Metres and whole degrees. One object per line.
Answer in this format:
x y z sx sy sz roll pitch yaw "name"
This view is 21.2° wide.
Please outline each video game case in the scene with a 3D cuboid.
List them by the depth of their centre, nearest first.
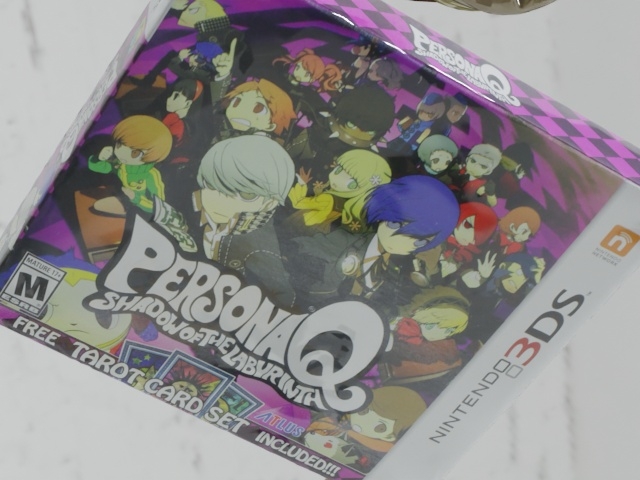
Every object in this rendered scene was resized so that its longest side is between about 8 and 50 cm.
0.000 0.000 0.730 0.210 0.232 0.042 -52 -160 30 "video game case"

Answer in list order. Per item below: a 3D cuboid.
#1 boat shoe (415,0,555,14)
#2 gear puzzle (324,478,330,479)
0.061 -0.095 0.380 0.060 0.178 0.064 10 -63 44 "boat shoe"
-0.046 0.258 1.262 0.339 0.175 0.044 -55 -150 6 "gear puzzle"
